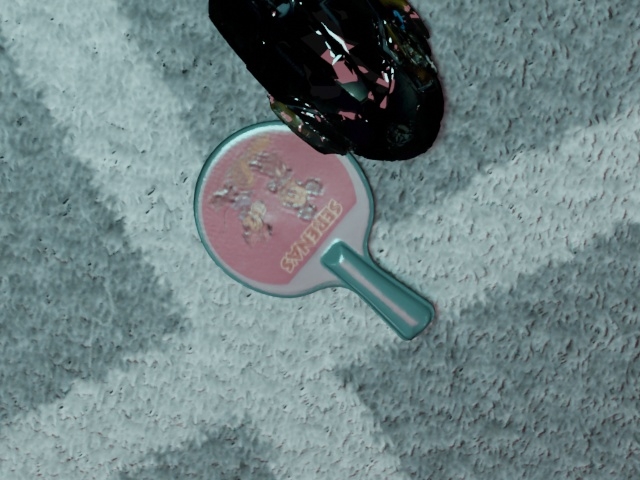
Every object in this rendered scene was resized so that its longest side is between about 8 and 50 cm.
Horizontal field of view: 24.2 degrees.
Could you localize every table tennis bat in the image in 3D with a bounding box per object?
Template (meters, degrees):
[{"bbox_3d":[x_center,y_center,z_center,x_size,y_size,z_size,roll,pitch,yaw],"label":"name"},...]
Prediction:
[{"bbox_3d":[0.000,0.000,1.305,0.244,0.040,0.153,40,101,-8],"label":"table tennis bat"}]

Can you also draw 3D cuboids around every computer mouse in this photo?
[{"bbox_3d":[0.009,-0.156,1.222,0.242,0.077,0.146,44,97,-10],"label":"computer mouse"}]
